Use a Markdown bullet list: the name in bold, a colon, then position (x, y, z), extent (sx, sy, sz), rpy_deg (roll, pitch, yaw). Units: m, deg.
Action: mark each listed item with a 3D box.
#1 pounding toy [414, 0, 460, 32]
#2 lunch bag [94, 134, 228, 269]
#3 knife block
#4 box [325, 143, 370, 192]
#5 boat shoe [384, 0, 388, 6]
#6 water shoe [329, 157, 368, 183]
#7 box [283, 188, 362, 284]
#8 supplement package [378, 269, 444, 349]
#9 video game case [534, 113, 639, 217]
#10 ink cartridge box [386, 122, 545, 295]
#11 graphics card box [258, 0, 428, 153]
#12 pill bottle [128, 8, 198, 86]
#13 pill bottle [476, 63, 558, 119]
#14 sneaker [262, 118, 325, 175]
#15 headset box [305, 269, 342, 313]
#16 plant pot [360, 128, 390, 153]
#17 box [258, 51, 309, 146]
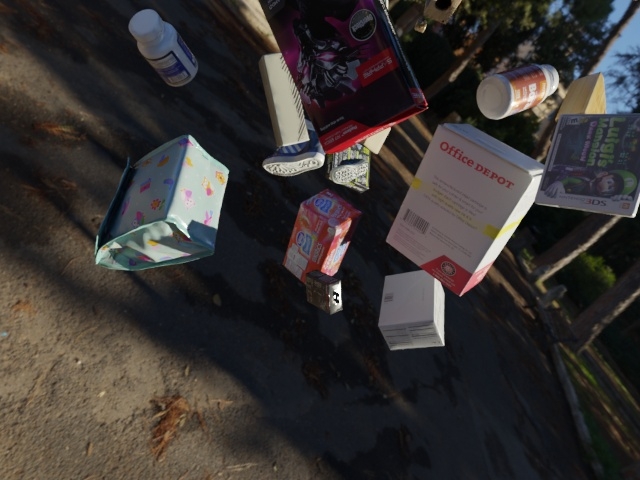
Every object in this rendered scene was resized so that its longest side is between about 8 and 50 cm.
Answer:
- **pounding toy**: position (0.389, -0.753, 1.373), extent (0.094, 0.206, 0.181), rpy_deg (17, 67, -8)
- **lunch bag**: position (-0.342, -0.064, 0.874), extent (0.160, 0.262, 0.223), rpy_deg (46, 38, -47)
- **knife block**: position (0.793, -0.389, 1.315), extent (0.242, 0.088, 0.275), rpy_deg (-4, 90, -38)
- **box**: position (0.134, -0.386, 2.010), extent (0.216, 0.060, 0.270), rpy_deg (18, 65, -31)
- **boat shoe**: position (0.142, -0.768, 1.574), extent (0.099, 0.319, 0.116), rpy_deg (9, 27, -40)
- **water shoe**: position (0.096, -0.268, 1.624), extent (0.203, 0.072, 0.080), rpy_deg (-21, 37, -40)
- **box**: position (0.000, 0.000, 1.199), extent (0.128, 0.256, 0.123), rpy_deg (38, 46, 19)
- **supplement package**: position (0.346, 0.256, 1.594), extent (0.145, 0.204, 0.261), rpy_deg (62, 29, -30)
- **video game case**: position (0.527, -0.150, 0.816), extent (0.022, 0.190, 0.173), rpy_deg (16, 1, -45)
- **ink cartridge box**: position (0.393, -0.090, 1.175), extent (0.160, 0.384, 0.279), rpy_deg (-18, 48, -43)
- **graphics card box**: position (0.045, -0.399, 0.898), extent (0.094, 0.233, 0.370), rpy_deg (-28, 97, -56)
- **pill bottle**: position (-0.424, -0.519, 1.148), extent (0.112, 0.112, 0.186), rpy_deg (58, 0, 21)
- **pill bottle**: position (0.559, -0.426, 1.196), extent (0.121, 0.216, 0.121), rpy_deg (50, -27, 37)
- **sneaker**: position (-0.107, -0.436, 1.944), extent (0.130, 0.323, 0.236), rpy_deg (37, 55, -52)
- **headset box**: position (0.008, 0.098, 0.814), extent (0.032, 0.062, 0.083), rpy_deg (-18, 23, -35)
- **plant pot**: position (0.169, -0.391, 1.545), extent (0.109, 0.109, 0.096), rpy_deg (38, 24, 26)
- **box**: position (-0.118, -0.445, 1.355), extent (0.113, 0.094, 0.275), rpy_deg (-142, -142, -71)
